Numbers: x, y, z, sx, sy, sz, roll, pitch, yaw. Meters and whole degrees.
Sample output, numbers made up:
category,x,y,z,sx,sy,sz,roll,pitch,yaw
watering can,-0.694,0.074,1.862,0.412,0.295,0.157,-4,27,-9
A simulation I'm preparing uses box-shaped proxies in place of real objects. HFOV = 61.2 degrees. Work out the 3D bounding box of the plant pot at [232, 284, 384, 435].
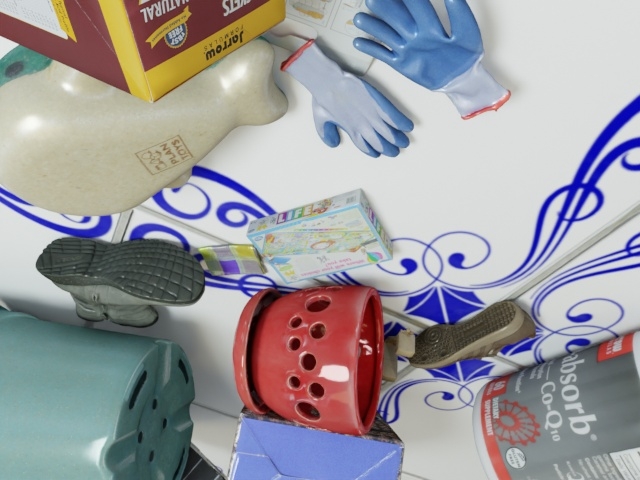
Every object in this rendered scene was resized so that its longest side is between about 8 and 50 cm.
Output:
category,x,y,z,sx,sy,sz,roll,pitch,yaw
plant pot,-0.013,0.154,0.723,0.174,0.191,0.191,-1,137,16

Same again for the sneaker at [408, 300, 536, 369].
category,x,y,z,sx,sy,sz,roll,pitch,yaw
sneaker,0.213,0.150,0.768,0.071,0.066,0.188,37,131,-28

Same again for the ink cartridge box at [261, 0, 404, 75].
category,x,y,z,sx,sy,sz,roll,pitch,yaw
ink cartridge box,-0.009,-0.247,0.406,0.189,0.066,0.232,17,158,-9

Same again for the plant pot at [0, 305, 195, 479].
category,x,y,z,sx,sy,sz,roll,pitch,yaw
plant pot,-0.385,0.264,0.785,0.334,0.341,0.341,2,137,10

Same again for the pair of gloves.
category,x,y,z,sx,sy,sz,roll,pitch,yaw
pair of gloves,0.060,-0.139,0.489,0.159,0.023,0.198,35,141,-32

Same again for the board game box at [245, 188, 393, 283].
category,x,y,z,sx,sy,sz,roll,pitch,yaw
board game box,0.000,0.000,0.672,0.154,0.026,0.103,-14,132,24

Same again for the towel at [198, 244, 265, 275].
category,x,y,z,sx,sy,sz,roll,pitch,yaw
towel,-0.120,0.028,0.736,0.083,0.009,0.060,0,137,10

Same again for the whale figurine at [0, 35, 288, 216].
category,x,y,z,sx,sy,sz,roll,pitch,yaw
whale figurine,-0.172,-0.130,0.506,0.272,0.141,0.216,-20,156,0

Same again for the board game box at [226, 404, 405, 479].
category,x,y,z,sx,sy,sz,roll,pitch,yaw
board game box,-0.016,0.336,0.854,0.232,0.141,0.291,11,172,-2

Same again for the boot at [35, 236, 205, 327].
category,x,y,z,sx,sy,sz,roll,pitch,yaw
boot,-0.260,0.072,0.770,0.246,0.083,0.161,8,146,13

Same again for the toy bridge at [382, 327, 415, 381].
category,x,y,z,sx,sy,sz,roll,pitch,yaw
toy bridge,0.104,0.182,0.823,0.026,0.063,0.188,13,139,-5

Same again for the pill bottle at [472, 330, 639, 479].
category,x,y,z,sx,sy,sz,roll,pitch,yaw
pill bottle,0.410,0.242,0.727,0.210,0.210,0.363,36,131,-26

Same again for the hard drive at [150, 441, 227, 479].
category,x,y,z,sx,sy,sz,roll,pitch,yaw
hard drive,-0.265,0.393,0.994,0.339,0.064,0.237,25,150,36

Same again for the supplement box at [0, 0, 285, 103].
category,x,y,z,sx,sy,sz,roll,pitch,yaw
supplement box,-0.142,-0.221,0.327,0.194,0.129,0.191,27,144,25
